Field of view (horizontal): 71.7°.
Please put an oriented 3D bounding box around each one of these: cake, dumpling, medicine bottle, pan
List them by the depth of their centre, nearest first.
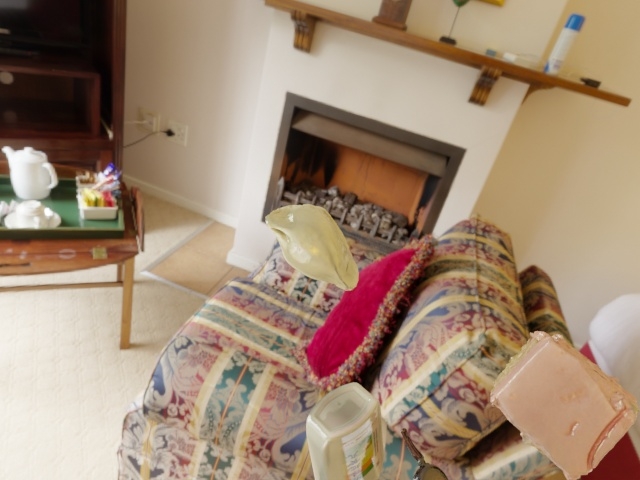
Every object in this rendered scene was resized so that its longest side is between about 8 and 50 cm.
[{"bbox_3d":[0.000,0.000,1.007,0.252,0.131,0.179,38,32,2],"label":"dumpling"},{"bbox_3d":[0.068,0.511,1.064,0.179,0.324,0.124,-27,36,-31],"label":"medicine bottle"},{"bbox_3d":[0.268,0.586,1.141,0.115,0.040,0.212,-2,55,-35],"label":"pan"},{"bbox_3d":[0.686,0.448,1.280,0.314,0.293,0.307,40,12,25],"label":"cake"}]
